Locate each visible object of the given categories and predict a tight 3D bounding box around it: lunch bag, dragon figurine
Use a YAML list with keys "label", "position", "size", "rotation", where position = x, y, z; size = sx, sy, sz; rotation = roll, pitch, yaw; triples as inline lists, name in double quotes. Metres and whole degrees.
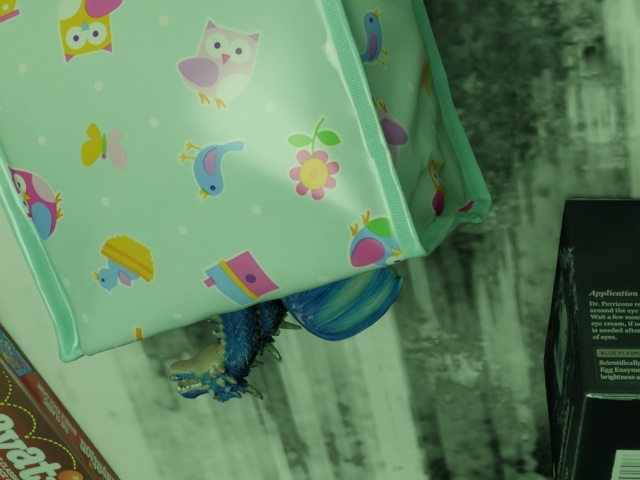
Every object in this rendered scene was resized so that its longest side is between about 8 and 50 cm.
- label: "lunch bag"
  position: [-0.062, -0.097, 0.953]
  size: [0.223, 0.160, 0.262]
  rotation: [-18, 94, 23]
- label: "dragon figurine"
  position: [0.000, 0.000, 1.110]
  size: [0.289, 0.085, 0.144]
  rotation: [-29, 128, 30]

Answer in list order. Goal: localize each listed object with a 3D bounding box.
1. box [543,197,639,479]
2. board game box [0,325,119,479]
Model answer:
- label: "box"
  position: [0.190, 0.083, 1.133]
  size: [0.093, 0.158, 0.156]
  rotation: [1, 136, 1]
- label: "board game box"
  position: [-0.248, 0.134, 1.309]
  size: [0.145, 0.027, 0.281]
  rotation: [-15, 133, 16]
